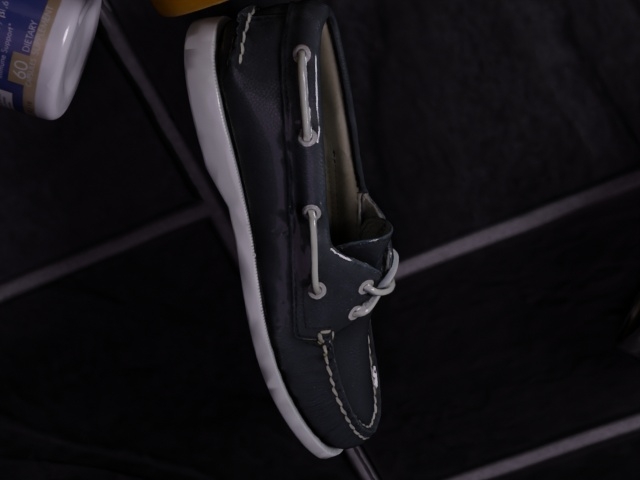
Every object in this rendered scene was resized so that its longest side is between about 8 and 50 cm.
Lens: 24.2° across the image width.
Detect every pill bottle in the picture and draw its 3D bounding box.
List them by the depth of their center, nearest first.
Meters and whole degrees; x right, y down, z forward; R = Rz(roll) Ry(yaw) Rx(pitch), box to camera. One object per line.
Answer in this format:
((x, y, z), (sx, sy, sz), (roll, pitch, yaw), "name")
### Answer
((-0.225, -0.140, 0.894), (0.169, 0.094, 0.094), (17, 117, -2), "pill bottle")

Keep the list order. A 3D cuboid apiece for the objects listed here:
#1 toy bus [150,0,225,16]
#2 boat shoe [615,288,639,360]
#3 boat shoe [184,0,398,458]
((0.043, -0.229, 0.795), (0.333, 0.130, 0.108), (-19, 112, 16), "toy bus")
((0.243, -0.006, 0.910), (0.073, 0.080, 0.223), (13, 122, -5), "boat shoe")
((0.000, 0.000, 0.926), (0.091, 0.114, 0.302), (-9, 116, 18), "boat shoe")
